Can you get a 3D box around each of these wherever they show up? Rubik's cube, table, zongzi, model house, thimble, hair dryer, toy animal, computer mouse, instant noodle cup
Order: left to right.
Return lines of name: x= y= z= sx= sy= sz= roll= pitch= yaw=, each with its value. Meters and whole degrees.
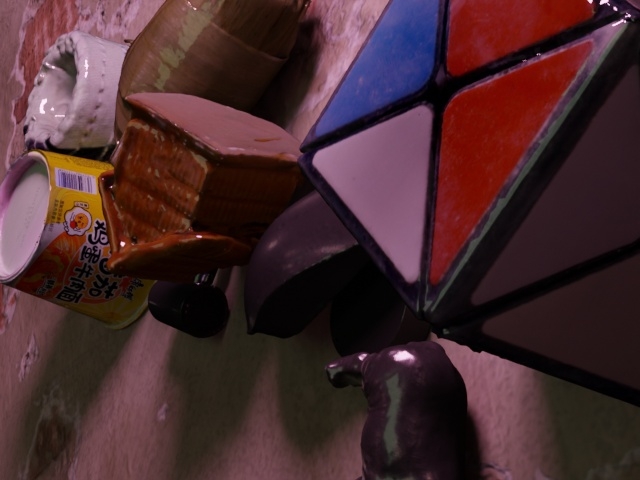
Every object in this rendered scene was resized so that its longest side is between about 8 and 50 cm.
instant noodle cup: x=-0.364 y=-0.010 z=2.007 sx=0.264 sy=0.200 sz=0.264 roll=-24 pitch=59 yaw=47
thimble: x=-0.368 y=-0.221 z=2.147 sx=0.237 sy=0.150 sz=0.237 roll=-29 pitch=53 yaw=46
model house: x=-0.151 y=-0.049 z=1.709 sx=0.219 sy=0.199 sz=0.229 roll=39 pitch=114 yaw=37
hair dryer: x=-0.153 y=0.004 z=1.830 sx=0.114 sy=0.070 sz=0.248 roll=13 pitch=82 yaw=55
zongzi: x=-0.138 y=-0.327 z=1.870 sx=0.447 sy=0.181 sz=0.418 roll=-52 pitch=29 yaw=23
computer mouse: x=-0.005 y=-0.002 z=1.553 sx=0.295 sy=0.087 sz=0.168 roll=-43 pitch=20 yaw=36
table: x=0.068 y=0.078 z=1.506 sx=0.133 sy=0.043 sz=0.134 roll=-27 pitch=55 yaw=46
toy animal: x=0.094 y=0.269 z=1.341 sx=0.168 sy=0.106 sz=0.343 roll=-30 pitch=59 yaw=36
Rubik's cube: x=0.214 y=-0.075 z=1.147 sx=0.305 sy=0.310 sz=0.307 roll=-58 pitch=37 yaw=16
